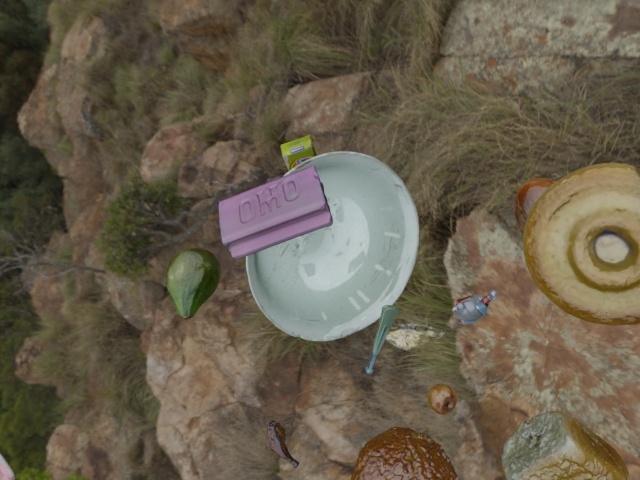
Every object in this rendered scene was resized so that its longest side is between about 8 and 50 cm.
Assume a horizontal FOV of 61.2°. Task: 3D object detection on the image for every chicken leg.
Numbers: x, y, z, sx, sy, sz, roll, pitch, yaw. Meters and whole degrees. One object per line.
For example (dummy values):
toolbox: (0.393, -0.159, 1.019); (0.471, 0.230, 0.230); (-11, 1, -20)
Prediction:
chicken leg: (-0.112, 0.583, 1.547); (0.037, 0.062, 0.145); (-51, 56, 40)

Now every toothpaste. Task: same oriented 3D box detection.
toothpaste: (-0.034, -0.214, 1.916); (0.110, 0.327, 0.077); (-18, 44, 7)

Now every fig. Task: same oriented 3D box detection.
fig: (-0.290, 0.100, 1.222); (0.123, 0.123, 0.156); (-19, 53, 19)

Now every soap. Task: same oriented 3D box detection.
soap: (-0.085, -0.053, 1.003); (0.203, 0.065, 0.122); (-21, 45, 5)

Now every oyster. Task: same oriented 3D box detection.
oyster: (0.251, 0.259, 1.438); (0.133, 0.209, 0.071); (2, 78, 26)

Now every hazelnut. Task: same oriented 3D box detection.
hazelnut: (0.629, -0.084, 1.502); (0.182, 0.182, 0.182); (-4, 79, 22)

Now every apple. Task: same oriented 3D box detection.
apple: (0.328, 0.429, 1.469); (0.084, 0.084, 0.071); (-61, 34, 2)

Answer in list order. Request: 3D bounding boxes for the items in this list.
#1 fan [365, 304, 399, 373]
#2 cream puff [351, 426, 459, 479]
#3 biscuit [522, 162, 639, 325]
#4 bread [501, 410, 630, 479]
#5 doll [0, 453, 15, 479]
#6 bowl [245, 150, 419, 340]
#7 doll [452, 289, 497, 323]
fan: (0.130, 0.219, 1.178); (0.016, 0.038, 0.193); (-107, 26, -56)
cream puff: (0.218, 0.612, 1.288); (0.212, 0.303, 0.302); (-7, 76, 51)
biscuit: (0.457, 0.018, 0.917); (0.213, 0.091, 0.274); (-20, 92, 29)
bread: (0.532, 0.488, 1.208); (0.246, 0.176, 0.195); (38, 109, -9)
doll: (-0.360, 0.200, 0.436); (0.110, 0.181, 0.106); (-36, 65, 39)
bowl: (0.000, 0.000, 1.278); (0.434, 0.435, 0.196); (-64, 29, 1)
doll: (0.220, 0.100, 0.785); (0.057, 0.114, 0.039); (-23, 77, 38)
